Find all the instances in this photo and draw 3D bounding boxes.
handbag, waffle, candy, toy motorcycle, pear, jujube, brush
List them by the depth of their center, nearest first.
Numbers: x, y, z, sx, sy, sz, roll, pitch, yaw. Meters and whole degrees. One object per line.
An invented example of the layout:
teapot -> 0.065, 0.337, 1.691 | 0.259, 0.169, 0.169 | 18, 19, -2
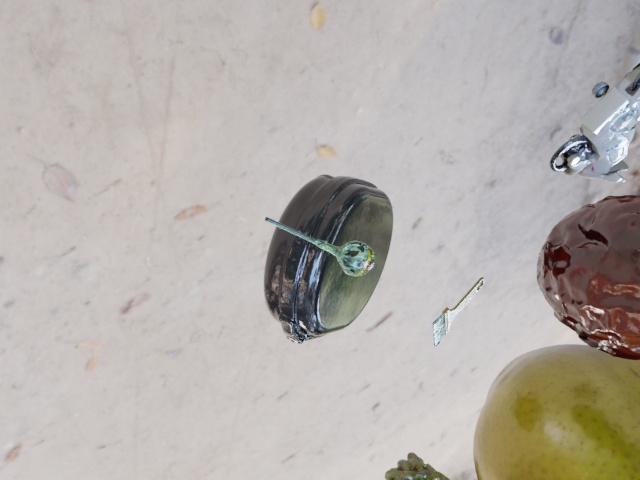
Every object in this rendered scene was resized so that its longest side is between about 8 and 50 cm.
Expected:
candy -> 0.000, 0.000, 0.501 | 0.083, 0.023, 0.025 | 27, 122, -10
jujube -> 0.381, 0.046, 0.812 | 0.197, 0.290, 0.197 | -4, 98, -31
toy motorcycle -> 0.427, -0.167, 1.008 | 0.150, 0.102, 0.221 | 17, 124, -47
handbag -> 0.015, 0.026, 1.079 | 0.308, 0.093, 0.254 | 4, 105, -68
pear -> 0.417, 0.335, 1.115 | 0.362, 0.418, 0.362 | -3, 105, -10
waffle -> 0.221, 0.556, 1.484 | 0.204, 0.223, 0.054 | -40, 168, -48
brush -> 0.321, 0.152, 1.655 | 0.218, 0.010, 0.082 | -42, 140, -31
